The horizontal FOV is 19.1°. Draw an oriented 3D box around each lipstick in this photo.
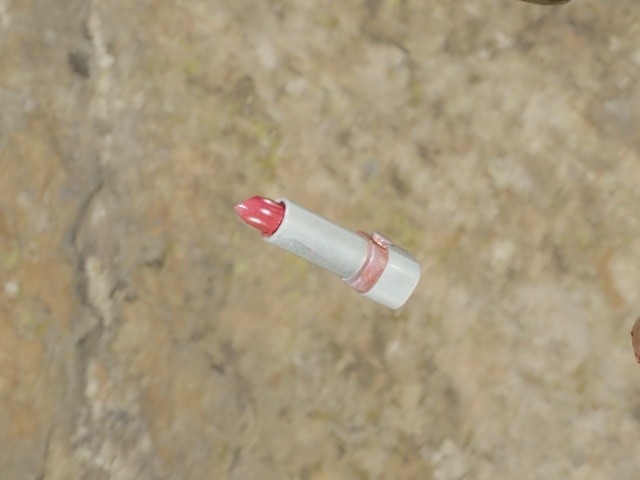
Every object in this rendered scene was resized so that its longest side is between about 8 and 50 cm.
[{"bbox_3d":[0.001,-0.001,1.705,0.186,0.057,0.063,26,12,-30],"label":"lipstick"}]

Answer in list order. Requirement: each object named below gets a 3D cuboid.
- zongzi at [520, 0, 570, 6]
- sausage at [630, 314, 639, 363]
[{"bbox_3d":[0.247,-0.289,1.691,0.115,0.228,0.256,17,21,-21],"label":"zongzi"},{"bbox_3d":[0.348,0.075,1.797,0.074,0.274,0.074,0,79,1],"label":"sausage"}]
